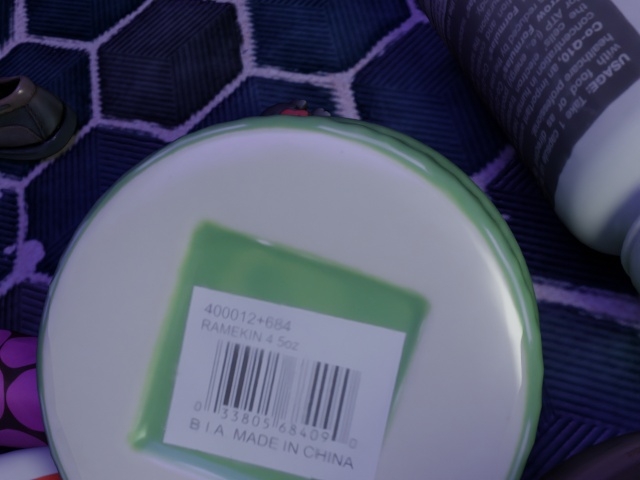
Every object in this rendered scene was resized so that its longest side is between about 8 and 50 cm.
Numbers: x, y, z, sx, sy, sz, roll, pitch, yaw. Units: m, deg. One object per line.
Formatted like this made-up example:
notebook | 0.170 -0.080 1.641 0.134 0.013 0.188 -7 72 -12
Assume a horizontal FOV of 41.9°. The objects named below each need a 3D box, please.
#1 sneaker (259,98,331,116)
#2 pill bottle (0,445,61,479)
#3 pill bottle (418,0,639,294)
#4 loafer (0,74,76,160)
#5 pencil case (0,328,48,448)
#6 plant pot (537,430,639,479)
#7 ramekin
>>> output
sneaker | 0.000 0.000 0.652 0.135 0.097 0.276 -32 59 -6
pill bottle | -0.130 0.289 0.468 0.181 0.181 0.323 -38 63 -7
pill bottle | 0.224 -0.120 0.594 0.204 0.204 0.361 -24 57 1
loafer | -0.380 -0.133 0.846 0.267 0.084 0.096 0 61 16
pencil case | -0.227 0.112 0.663 0.209 0.095 0.098 4 25 16
plant pot | 0.219 0.215 0.312 0.323 0.280 0.323 0 70 -1
ramekin | -0.014 0.068 0.500 0.303 0.148 0.303 0 91 6
